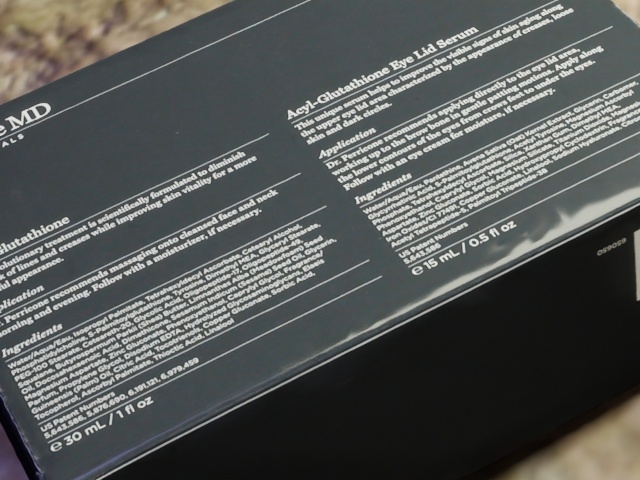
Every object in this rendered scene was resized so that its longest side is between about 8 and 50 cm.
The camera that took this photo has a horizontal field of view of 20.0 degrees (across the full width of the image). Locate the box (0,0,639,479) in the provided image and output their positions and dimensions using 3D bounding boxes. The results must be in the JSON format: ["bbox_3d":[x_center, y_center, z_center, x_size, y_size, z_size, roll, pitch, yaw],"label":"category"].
[{"bbox_3d":[0.000,0.000,0.654,0.261,0.103,0.184,-26,49,-12],"label":"box"}]
